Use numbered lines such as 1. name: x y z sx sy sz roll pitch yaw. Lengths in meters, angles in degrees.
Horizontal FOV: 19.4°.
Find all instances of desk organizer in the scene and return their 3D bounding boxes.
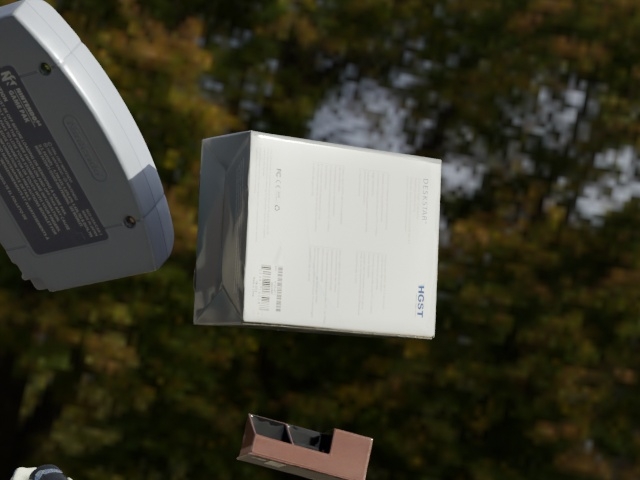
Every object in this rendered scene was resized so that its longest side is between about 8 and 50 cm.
1. desk organizer: -0.015 0.216 1.940 0.130 0.050 0.047 17 -18 -15

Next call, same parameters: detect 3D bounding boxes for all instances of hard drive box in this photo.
1. hard drive box: 0.000 0.000 1.799 0.232 0.181 0.089 7 -7 -36

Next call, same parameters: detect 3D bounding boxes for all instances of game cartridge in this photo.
1. game cartridge: -0.267 -0.089 1.812 0.196 0.060 0.294 -9 -61 35

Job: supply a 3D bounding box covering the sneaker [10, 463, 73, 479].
1. sneaker: -0.274 0.278 1.935 0.085 0.086 0.237 -4 0 -30
